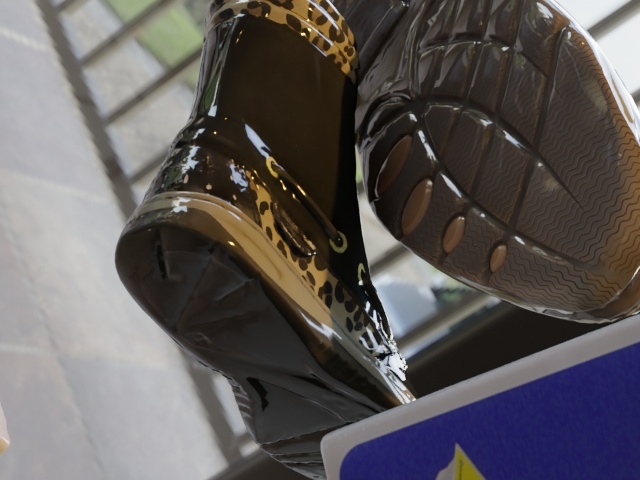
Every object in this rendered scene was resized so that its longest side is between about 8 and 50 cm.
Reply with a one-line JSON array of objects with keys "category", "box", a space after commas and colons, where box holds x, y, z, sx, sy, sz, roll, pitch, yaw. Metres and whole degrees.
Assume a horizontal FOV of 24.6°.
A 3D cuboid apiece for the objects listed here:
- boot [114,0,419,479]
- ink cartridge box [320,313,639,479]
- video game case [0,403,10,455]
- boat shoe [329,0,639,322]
[{"category": "boot", "box": [0.001, -0.001, 0.696, 0.236, 0.085, 0.178, 52, 37, -43]}, {"category": "ink cartridge box", "box": [0.160, 0.154, 0.388, 0.072, 0.307, 0.303, 15, 58, -52]}, {"category": "video game case", "box": [-0.191, -0.078, 0.375, 0.285, 0.025, 0.204, 54, 0, -39]}, {"category": "boat shoe", "box": [0.090, -0.061, 0.747, 0.130, 0.132, 0.355, 27, 15, -30]}]
